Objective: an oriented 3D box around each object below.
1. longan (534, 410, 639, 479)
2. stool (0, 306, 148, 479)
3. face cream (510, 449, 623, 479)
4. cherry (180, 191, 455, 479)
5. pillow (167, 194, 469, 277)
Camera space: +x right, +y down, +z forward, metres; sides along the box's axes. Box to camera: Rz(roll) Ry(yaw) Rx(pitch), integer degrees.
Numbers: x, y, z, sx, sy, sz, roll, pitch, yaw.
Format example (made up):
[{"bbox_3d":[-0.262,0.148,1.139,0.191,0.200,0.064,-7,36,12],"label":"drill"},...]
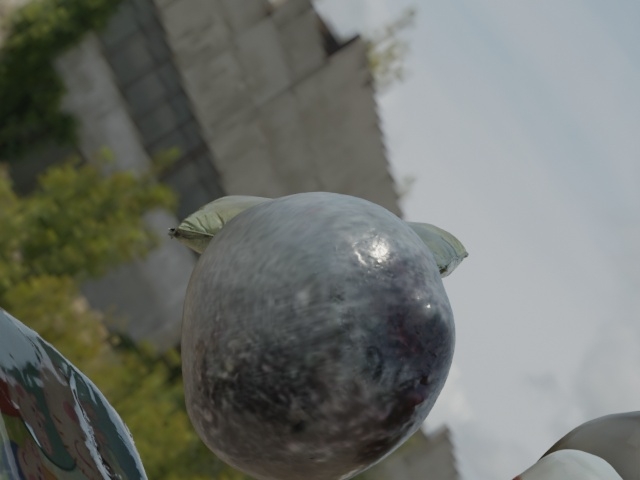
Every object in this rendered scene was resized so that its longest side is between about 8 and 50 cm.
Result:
[{"bbox_3d":[0.219,0.213,1.176,0.212,0.198,0.198,23,-8,-2],"label":"longan"},{"bbox_3d":[-0.258,0.231,1.372,0.310,0.226,0.310,49,14,-53],"label":"stool"},{"bbox_3d":[0.073,0.198,0.609,0.201,0.187,0.201,53,1,-1],"label":"face cream"},{"bbox_3d":[-0.006,0.083,1.583,0.218,0.255,0.296,21,-23,-25],"label":"cherry"},{"bbox_3d":[0.000,0.000,1.984,0.185,0.302,0.075,-31,129,-76],"label":"pillow"}]
